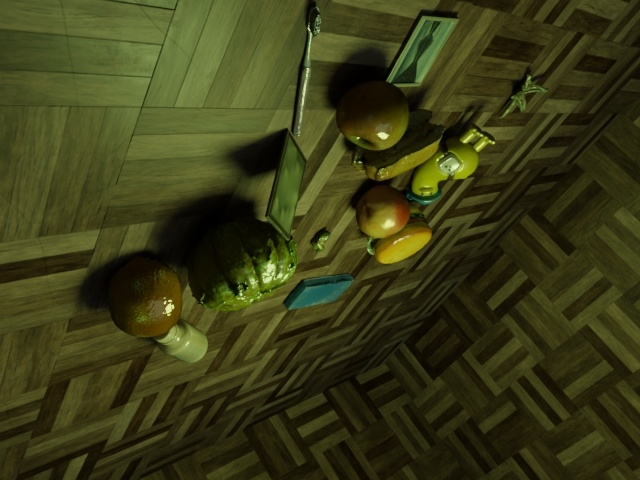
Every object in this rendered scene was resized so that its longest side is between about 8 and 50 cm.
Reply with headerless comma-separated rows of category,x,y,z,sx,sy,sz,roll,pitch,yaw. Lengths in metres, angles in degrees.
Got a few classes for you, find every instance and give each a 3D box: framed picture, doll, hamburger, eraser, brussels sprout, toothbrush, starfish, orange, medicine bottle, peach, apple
framed picture,0.249,-0.472,1.453,0.150,0.015,0.203,-14,148,-41
doll,0.414,-0.254,1.965,0.200,0.145,0.363,29,130,-22
hamburger,0.269,-0.036,2.089,0.246,0.169,0.246,-19,156,-9
hamburger,0.203,-0.256,1.635,0.283,0.143,0.156,-29,165,-16
eraser,-0.003,0.201,2.300,0.312,0.042,0.144,-4,140,-52
brussels sprout,0.000,-0.001,1.944,0.051,0.046,0.083,-12,136,-37
toothbrush,-0.032,-0.351,1.267,0.024,0.029,0.354,-14,150,-18
starfish,0.677,-0.483,1.980,0.176,0.053,0.208,-47,152,22
orange,-0.202,0.053,1.533,0.301,0.223,0.300,-17,167,-38
orange,-0.442,0.161,1.475,0.180,0.158,0.237,-6,147,-23
medicine bottle,-0.440,0.302,1.789,0.114,0.114,0.252,-35,157,-5
peach,0.199,-0.093,1.890,0.184,0.184,0.184,-30,156,-15
framed picture,-0.081,-0.133,1.433,0.173,0.010,0.231,55,45,-66
apple,0.130,-0.307,1.411,0.155,0.183,0.182,-67,156,-5

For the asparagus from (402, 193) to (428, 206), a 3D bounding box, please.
asparagus,0.356,-0.151,2.179,0.025,0.024,0.249,-40,159,22
